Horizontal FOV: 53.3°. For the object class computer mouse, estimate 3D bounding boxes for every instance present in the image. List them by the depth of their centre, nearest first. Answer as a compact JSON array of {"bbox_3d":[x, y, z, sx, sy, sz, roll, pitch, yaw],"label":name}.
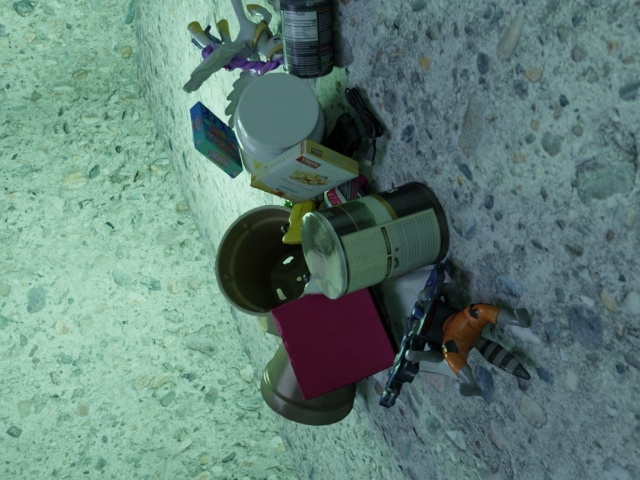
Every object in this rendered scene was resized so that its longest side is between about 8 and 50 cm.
[{"bbox_3d":[0.091,-0.245,1.639,0.184,0.060,0.262,61,146,30],"label":"computer mouse"}]

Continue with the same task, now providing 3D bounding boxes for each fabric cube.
[{"bbox_3d":[0.052,0.258,1.720,0.254,0.258,0.259,38,-151,-76],"label":"fabric cube"}]

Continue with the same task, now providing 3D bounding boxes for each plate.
[{"bbox_3d":[0.246,0.219,1.628,0.278,0.045,0.278,-14,94,68],"label":"plate"}]

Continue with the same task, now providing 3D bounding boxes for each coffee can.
[{"bbox_3d":[0.121,-0.003,1.448,0.201,0.275,0.202,48,147,45],"label":"coffee can"}]

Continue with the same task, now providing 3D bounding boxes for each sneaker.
[{"bbox_3d":[0.132,-0.037,1.625,0.299,0.112,0.121,57,-171,16],"label":"sneaker"}]

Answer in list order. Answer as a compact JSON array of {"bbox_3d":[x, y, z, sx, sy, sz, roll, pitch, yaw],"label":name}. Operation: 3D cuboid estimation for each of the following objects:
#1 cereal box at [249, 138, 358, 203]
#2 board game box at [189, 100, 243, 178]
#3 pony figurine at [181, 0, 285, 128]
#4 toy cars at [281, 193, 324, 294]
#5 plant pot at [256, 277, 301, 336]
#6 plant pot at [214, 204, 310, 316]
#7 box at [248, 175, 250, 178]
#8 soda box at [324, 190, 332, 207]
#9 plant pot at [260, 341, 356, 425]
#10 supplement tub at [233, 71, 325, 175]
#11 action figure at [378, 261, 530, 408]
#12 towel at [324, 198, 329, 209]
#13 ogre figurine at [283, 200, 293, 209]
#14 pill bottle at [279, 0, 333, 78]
[{"bbox_3d":[-0.044,-0.168,1.618,0.240,0.172,0.048,-22,59,47],"label":"cereal box"},{"bbox_3d":[-0.306,-0.296,1.870,0.160,0.047,0.210,39,-157,-40],"label":"board game box"},{"bbox_3d":[-0.249,-0.558,1.898,0.364,0.351,0.302,53,-167,28],"label":"pony figurine"},{"bbox_3d":[0.000,0.000,1.706,0.087,0.176,0.394,36,-162,-39],"label":"toy cars"},{"bbox_3d":[-0.137,0.247,2.370,0.284,0.190,0.284,48,147,46],"label":"plant pot"},{"bbox_3d":[-0.113,0.093,1.988,0.334,0.333,0.305,64,-171,21],"label":"plant pot"},{"bbox_3d":[-0.197,-0.333,2.132,0.182,0.118,0.181,104,152,-49],"label":"box"},{"bbox_3d":[0.075,-0.077,1.787,0.183,0.062,0.058,64,156,19],"label":"soda box"},{"bbox_3d":[-0.020,0.394,2.101,0.323,0.322,0.281,44,129,50],"label":"plant pot"},{"bbox_3d":[-0.109,-0.289,1.738,0.331,0.240,0.241,100,149,-77],"label":"supplement tub"},{"bbox_3d":[0.274,0.240,1.371,0.342,0.178,0.330,-65,20,0],"label":"action figure"},{"bbox_3d":[-0.041,-0.167,2.050,0.243,0.040,0.336,66,159,11],"label":"towel"},{"bbox_3d":[-0.063,-0.131,1.964,0.197,0.096,0.118,18,109,46],"label":"ogre figurine"},{"bbox_3d":[-0.034,-0.545,1.608,0.130,0.130,0.246,45,145,49],"label":"pill bottle"}]
